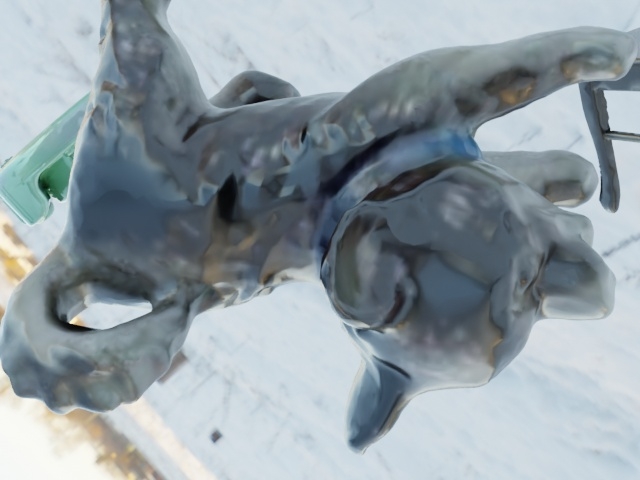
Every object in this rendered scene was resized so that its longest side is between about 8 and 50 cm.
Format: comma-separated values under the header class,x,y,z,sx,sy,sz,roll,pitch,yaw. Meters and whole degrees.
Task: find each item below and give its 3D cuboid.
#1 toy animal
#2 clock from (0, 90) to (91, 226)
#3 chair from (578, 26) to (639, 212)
class,x,y,z,sx,sy,sz,roll,pitch,yaw
toy animal,0.000,0.000,0.621,0.344,0.302,0.194,15,149,15
clock,-0.213,-0.103,0.988,0.066,0.211,0.159,50,176,-13
chair,0.321,-0.181,0.890,0.186,0.160,0.319,24,133,62
